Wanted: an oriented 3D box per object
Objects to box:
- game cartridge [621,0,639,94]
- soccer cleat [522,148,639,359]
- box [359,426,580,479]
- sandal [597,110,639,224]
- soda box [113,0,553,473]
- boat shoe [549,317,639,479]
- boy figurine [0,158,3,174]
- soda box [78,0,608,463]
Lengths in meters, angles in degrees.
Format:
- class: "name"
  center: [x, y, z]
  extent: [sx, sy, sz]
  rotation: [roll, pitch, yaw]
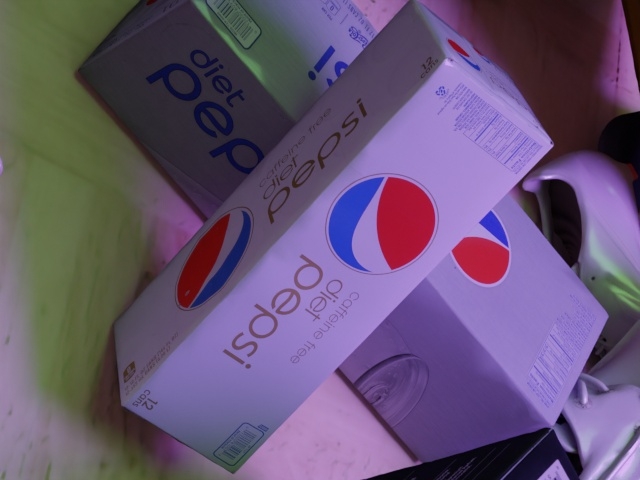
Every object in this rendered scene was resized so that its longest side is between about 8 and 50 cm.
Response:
- class: "game cartridge"
  center: [0.211, -0.206, 0.996]
  extent: [0.053, 0.323, 0.285]
  rotation: [-2, 51, 0]
- class: "soccer cleat"
  center: [0.175, 0.041, 1.037]
  extent: [0.076, 0.068, 0.196]
  rotation: [-12, 77, -35]
- class: "box"
  center: [-0.012, 0.198, 0.722]
  extent: [0.261, 0.184, 0.103]
  rotation: [-36, 102, -43]
- class: "sandal"
  center: [0.272, 0.009, 1.138]
  extent: [0.254, 0.054, 0.097]
  rotation: [49, 48, -17]
- class: "soda box"
  center: [0.000, 0.000, 0.787]
  extent: [0.069, 0.216, 0.074]
  rotation: [36, 17, -26]
- class: "boat shoe"
  center: [0.140, 0.114, 0.929]
  extent: [0.088, 0.096, 0.267]
  rotation: [41, 76, -19]
- class: "boy figurine"
  center: [-0.203, -0.065, 0.695]
  extent: [0.177, 0.092, 0.285]
  rotation: [13, 77, -39]
- class: "soda box"
  center: [0.016, -0.021, 0.890]
  extent: [0.286, 0.098, 0.091]
  rotation: [50, 46, -17]
